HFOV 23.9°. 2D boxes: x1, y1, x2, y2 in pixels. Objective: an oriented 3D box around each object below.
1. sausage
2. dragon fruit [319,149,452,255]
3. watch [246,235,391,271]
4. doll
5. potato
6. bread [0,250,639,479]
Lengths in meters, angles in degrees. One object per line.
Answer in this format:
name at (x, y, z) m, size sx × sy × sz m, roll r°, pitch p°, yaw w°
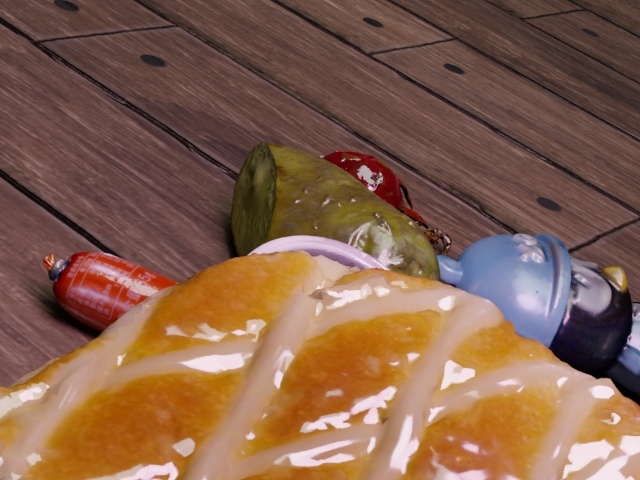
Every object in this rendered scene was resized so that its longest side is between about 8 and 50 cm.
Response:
sausage at (-0.129, 0.076, 1.369) m, size 0.274 × 0.074 × 0.074 m, roll 23°, pitch 25°, yaw 6°
dragon fruit at (0.073, -0.038, 1.735) m, size 0.190 × 0.094 × 0.094 m, roll 30°, pitch 24°, yaw -8°
watch at (0.024, 0.101, 1.237) m, size 0.248 × 0.211 × 0.217 m, roll -12°, pitch 63°, yaw -37°
doll at (0.258, 0.076, 1.584) m, size 0.314 × 0.141 × 0.177 m, roll 18°, pitch 22°, yaw -13°
potato at (0.000, 0.000, 1.545) m, size 0.176 × 0.141 × 0.298 m, roll 15°, pitch 15°, yaw -44°
bread at (-0.012, 0.224, 0.885) m, size 0.371 × 0.279 × 0.390 m, roll 35°, pitch 40°, yaw 26°
